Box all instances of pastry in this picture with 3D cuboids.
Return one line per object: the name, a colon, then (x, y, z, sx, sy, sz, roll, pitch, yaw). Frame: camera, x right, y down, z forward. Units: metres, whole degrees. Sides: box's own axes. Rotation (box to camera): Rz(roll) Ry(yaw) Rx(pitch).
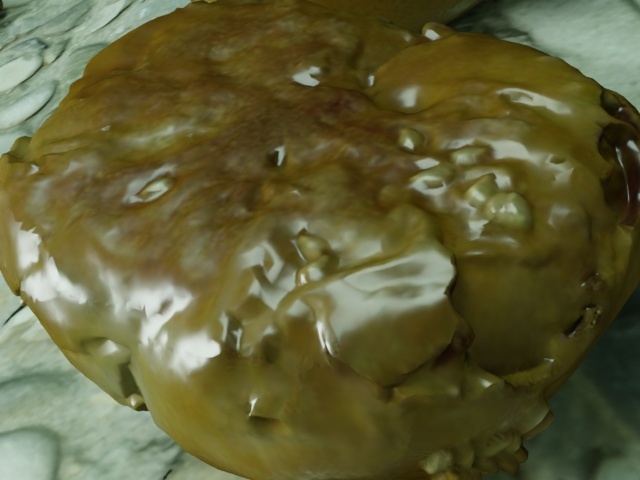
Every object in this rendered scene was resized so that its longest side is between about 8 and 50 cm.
pastry: (0.000, 0.000, 0.478, 0.310, 0.162, 0.255, 23, 50, 40)

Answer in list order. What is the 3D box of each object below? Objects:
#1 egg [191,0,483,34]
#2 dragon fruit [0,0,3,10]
egg: (0.035, -0.285, 0.722, 0.351, 0.283, 0.282, -42, 37, -20)
dragon fruit: (-0.502, -0.286, 1.231, 0.282, 0.147, 0.211, -2, 32, 29)
